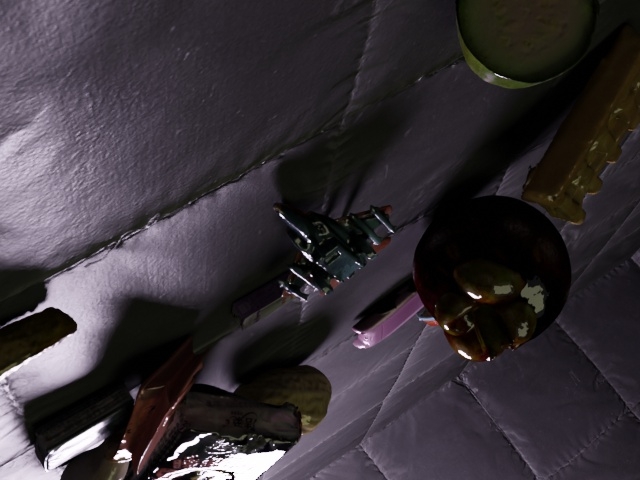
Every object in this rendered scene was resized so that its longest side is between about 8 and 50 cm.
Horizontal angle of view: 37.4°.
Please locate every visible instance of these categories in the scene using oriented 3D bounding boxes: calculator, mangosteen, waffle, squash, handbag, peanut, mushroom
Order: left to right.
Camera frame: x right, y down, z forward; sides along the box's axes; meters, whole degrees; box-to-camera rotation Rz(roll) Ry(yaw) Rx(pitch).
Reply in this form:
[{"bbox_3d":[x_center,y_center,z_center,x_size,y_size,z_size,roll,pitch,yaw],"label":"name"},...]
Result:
[{"bbox_3d":[-0.387,0.397,1.641,0.212,0.088,0.097,-46,165,26],"label":"mushroom"},{"bbox_3d":[-0.259,0.266,1.534,0.212,0.059,0.157,-61,177,39],"label":"handbag"},{"bbox_3d":[-0.076,0.341,1.989,0.152,0.152,0.313,-43,158,16],"label":"peanut"},{"bbox_3d":[0.199,0.145,2.173,0.294,0.043,0.194,-36,160,-11],"label":"calculator"},{"bbox_3d":[0.323,0.082,1.800,0.307,0.307,0.347,-53,-172,39],"label":"mangosteen"},{"bbox_3d":[0.242,-0.260,1.150,0.170,0.170,0.123,-36,173,-4],"label":"squash"},{"bbox_3d":[0.506,-0.196,1.741,0.348,0.077,0.304,-59,156,6],"label":"waffle"}]

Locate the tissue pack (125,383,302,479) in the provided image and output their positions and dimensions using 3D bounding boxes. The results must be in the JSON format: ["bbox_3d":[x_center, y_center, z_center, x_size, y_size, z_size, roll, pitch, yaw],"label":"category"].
[{"bbox_3d":[-0.205,0.394,1.795,0.245,0.123,0.332,11,139,-26],"label":"tissue pack"}]

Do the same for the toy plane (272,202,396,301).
[{"bbox_3d":[0.004,0.006,1.410,0.223,0.104,0.326,-39,161,7],"label":"toy plane"}]

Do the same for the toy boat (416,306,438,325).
[{"bbox_3d":[0.282,0.162,2.265,0.069,0.059,0.173,-47,-166,-27],"label":"toy boat"}]

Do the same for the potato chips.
[{"bbox_3d":[-0.467,0.195,1.083,0.407,0.057,0.080,-35,174,-9],"label":"potato chips"}]

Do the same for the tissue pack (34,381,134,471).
[{"bbox_3d":[-0.372,0.294,1.490,0.156,0.051,0.112,-27,160,-29],"label":"tissue pack"}]

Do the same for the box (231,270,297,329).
[{"bbox_3d":[-0.089,0.099,1.562,0.117,0.036,0.050,-30,161,-21],"label":"box"}]
